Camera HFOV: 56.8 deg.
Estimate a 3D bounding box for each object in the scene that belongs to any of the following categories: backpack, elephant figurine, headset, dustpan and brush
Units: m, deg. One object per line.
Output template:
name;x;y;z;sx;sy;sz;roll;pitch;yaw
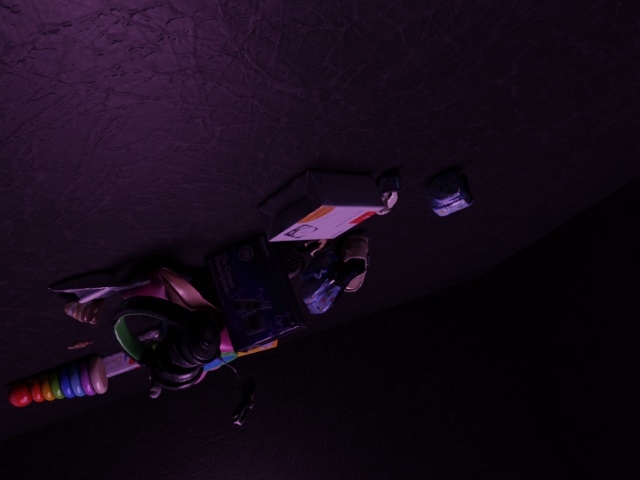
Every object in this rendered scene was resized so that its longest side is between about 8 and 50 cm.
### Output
backpack;0.344;-0.130;1.615;0.114;0.105;0.084;-29;141;30
elephant figurine;-0.556;0.433;2.116;0.186;0.239;0.169;-13;163;-27
headset;-0.332;0.290;1.430;0.394;0.185;0.243;30;133;-11
backpack;0.004;0.132;1.792;0.173;0.117;0.158;-55;-164;-16
dustpan and brush;-0.500;0.109;1.386;0.211;0.060;0.147;-22;166;4

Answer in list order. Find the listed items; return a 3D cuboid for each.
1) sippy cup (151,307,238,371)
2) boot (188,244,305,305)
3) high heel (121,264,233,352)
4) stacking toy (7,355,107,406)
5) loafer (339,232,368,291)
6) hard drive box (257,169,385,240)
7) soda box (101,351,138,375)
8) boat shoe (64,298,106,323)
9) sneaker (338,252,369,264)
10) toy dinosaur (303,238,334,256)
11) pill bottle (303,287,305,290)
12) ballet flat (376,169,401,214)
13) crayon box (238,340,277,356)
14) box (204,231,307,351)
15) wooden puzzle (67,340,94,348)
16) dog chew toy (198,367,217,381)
sippy cup;-0.404;0.298;1.875;0.305;0.224;0.240;-20;165;-6
boot;-0.203;0.117;1.740;0.338;0.118;0.223;-14;171;-4
high heel;-0.314;0.185;1.518;0.377;0.127;0.181;30;143;-32
stacking toy;-0.955;0.527;2.142;0.330;0.141;0.141;-14;164;-10
loafer;0.098;0.089;1.920;0.102;0.092;0.268;5;139;1
hard drive box;0.004;-0.077;1.359;0.181;0.089;0.232;-32;162;37
soda box;-0.762;0.469;2.291;0.216;0.074;0.069;-18;166;-11
boat shoe;-0.597;0.170;1.496;0.072;0.068;0.190;16;168;-5
sneaker;0.127;0.079;2.090;0.163;0.086;0.226;-27;163;33
toy dinosaur;0.000;0.000;1.738;0.092;0.053;0.183;-37;172;1
pill bottle;-0.006;0.200;2.378;0.120;0.067;0.067;-13;163;-29
ballet flat;0.156;-0.106;1.500;0.074;0.074;0.203;-15;165;-20
crayon box;-0.287;0.356;2.337;0.081;0.165;0.278;18;-164;41
box;-0.170;0.137;1.545;0.184;0.261;0.103;-23;165;4
wooden puzzle;-0.786;0.341;1.936;0.049;0.006;0.083;-31;162;35
dog chew toy;-0.473;0.444;2.388;0.332;0.206;0.206;-27;167;-11
